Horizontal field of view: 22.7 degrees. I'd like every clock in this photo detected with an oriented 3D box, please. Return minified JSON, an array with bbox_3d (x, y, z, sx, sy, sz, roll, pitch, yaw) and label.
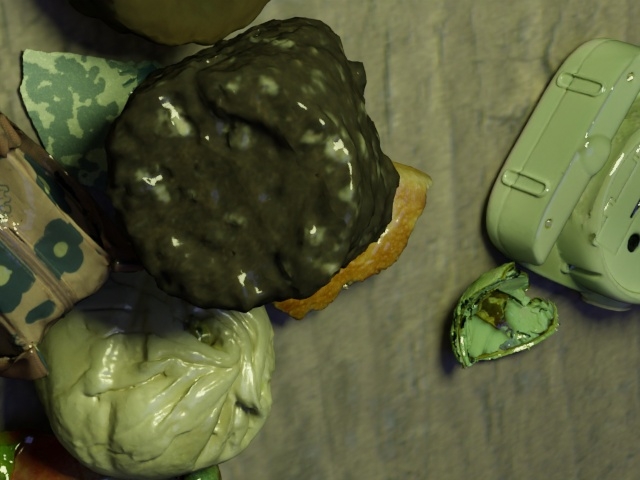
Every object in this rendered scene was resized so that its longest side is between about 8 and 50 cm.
[{"bbox_3d":[0.350,-0.051,1.769,0.324,0.108,0.265,29,87,-38],"label":"clock"}]

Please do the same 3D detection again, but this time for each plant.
[{"bbox_3d":[-0.045,-0.070,1.349,0.213,0.312,0.215,-19,97,17],"label":"plant"}]

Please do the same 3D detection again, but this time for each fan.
[{"bbox_3d":[-0.179,-0.105,1.441,0.240,0.009,0.131,25,91,-38],"label":"fan"}]

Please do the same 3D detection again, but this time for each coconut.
[{"bbox_3d":[0.188,0.081,1.729,0.133,0.055,0.158,-40,141,-6],"label":"coconut"}]

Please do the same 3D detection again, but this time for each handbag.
[{"bbox_3d":[-0.283,-0.014,1.284,0.190,0.193,0.251,-51,128,-15],"label":"handbag"}]

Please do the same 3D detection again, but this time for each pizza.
[{"bbox_3d":[0.001,-0.007,1.573,0.271,0.056,0.134,-34,120,-23],"label":"pizza"}]

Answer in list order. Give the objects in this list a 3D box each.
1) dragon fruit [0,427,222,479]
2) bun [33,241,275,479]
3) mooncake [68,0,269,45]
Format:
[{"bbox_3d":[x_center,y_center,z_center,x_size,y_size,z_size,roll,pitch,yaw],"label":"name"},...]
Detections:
[{"bbox_3d":[-0.220,0.294,1.473,0.295,0.130,0.268,-29,120,-24],"label":"dragon fruit"},{"bbox_3d":[-0.136,0.100,1.411,0.229,0.145,0.229,17,58,-29],"label":"bun"},{"bbox_3d":[-0.130,-0.278,1.349,0.228,0.124,0.228,-15,115,-36],"label":"mooncake"}]
